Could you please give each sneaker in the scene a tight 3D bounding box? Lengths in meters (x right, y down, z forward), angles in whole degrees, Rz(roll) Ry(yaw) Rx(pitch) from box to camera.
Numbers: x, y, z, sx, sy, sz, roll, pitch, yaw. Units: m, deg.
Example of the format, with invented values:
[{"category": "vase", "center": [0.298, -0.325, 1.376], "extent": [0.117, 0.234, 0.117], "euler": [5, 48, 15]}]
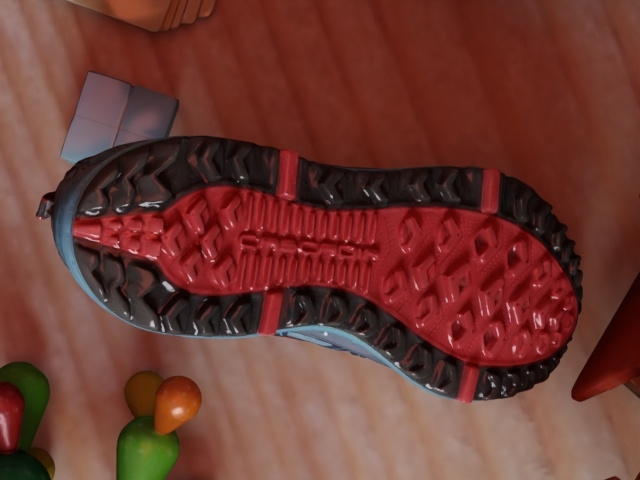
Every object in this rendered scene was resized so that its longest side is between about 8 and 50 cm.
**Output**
[{"category": "sneaker", "center": [0.000, 0.000, 0.693], "extent": [0.262, 0.125, 0.104], "euler": [15, 91, -28]}]

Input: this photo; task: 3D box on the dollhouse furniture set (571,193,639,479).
[{"category": "dollhouse furniture set", "center": [0.159, 0.014, 0.608], "extent": [0.135, 0.259, 0.262], "euler": [33, 73, 1]}]

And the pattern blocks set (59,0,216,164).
[{"category": "pattern blocks set", "center": [-0.106, -0.203, 0.731], "extent": [0.285, 0.026, 0.325], "euler": [28, 88, -1]}]

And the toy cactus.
[{"category": "toy cactus", "center": [-0.105, 0.151, 0.663], "extent": [0.180, 0.112, 0.219], "euler": [-23, 78, -40]}]
